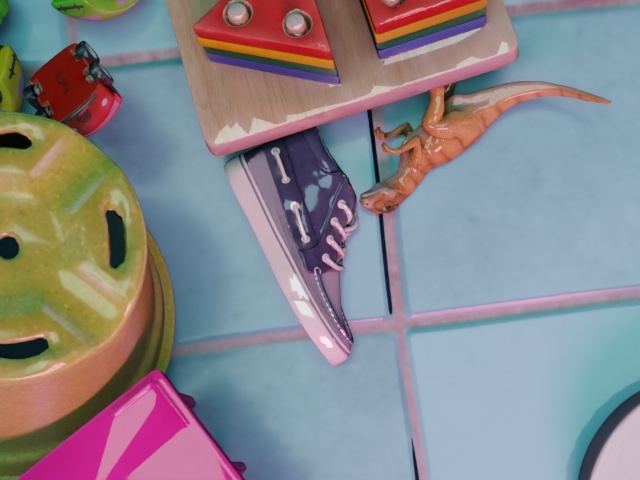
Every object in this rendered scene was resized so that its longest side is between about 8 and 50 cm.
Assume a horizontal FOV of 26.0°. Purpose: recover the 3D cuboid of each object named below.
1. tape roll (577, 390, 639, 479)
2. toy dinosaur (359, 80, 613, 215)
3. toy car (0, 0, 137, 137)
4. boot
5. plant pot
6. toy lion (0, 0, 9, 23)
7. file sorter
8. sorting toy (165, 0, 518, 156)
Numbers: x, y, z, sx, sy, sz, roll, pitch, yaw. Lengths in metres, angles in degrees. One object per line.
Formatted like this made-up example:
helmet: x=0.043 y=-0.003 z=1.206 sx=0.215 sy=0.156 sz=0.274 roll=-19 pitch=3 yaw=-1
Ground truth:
tape roll: x=0.312 y=0.213 z=1.085 sx=0.219 sy=0.072 sz=0.219 roll=0 pitch=86 yaw=2
toy dinosaur: x=0.114 y=-0.102 z=1.132 sx=0.211 sy=0.064 sz=0.112 roll=-34 pitch=97 yaw=10
toy car: x=-0.199 y=-0.164 z=1.121 sx=0.239 sy=0.053 sz=0.225 roll=4 pitch=57 yaw=44
boot: x=0.000 y=0.000 z=1.117 sx=0.086 sy=0.069 sz=0.190 roll=-28 pitch=83 yaw=4
plant pot: x=-0.226 y=0.030 z=0.998 sx=0.276 sy=0.254 sz=0.276 roll=3 pitch=74 yaw=-13
toy lion: x=-0.308 y=-0.176 z=1.152 sx=0.100 sy=0.034 sz=0.096 roll=-1 pitch=50 yaw=30
file sorter: x=-0.095 y=0.276 z=1.030 sx=0.202 sy=0.182 sz=0.290 roll=-39 pitch=79 yaw=-1
sorting toy: x=-0.005 y=-0.231 z=1.094 sx=0.255 sy=0.089 sz=0.257 roll=-18 pitch=71 yaw=2
